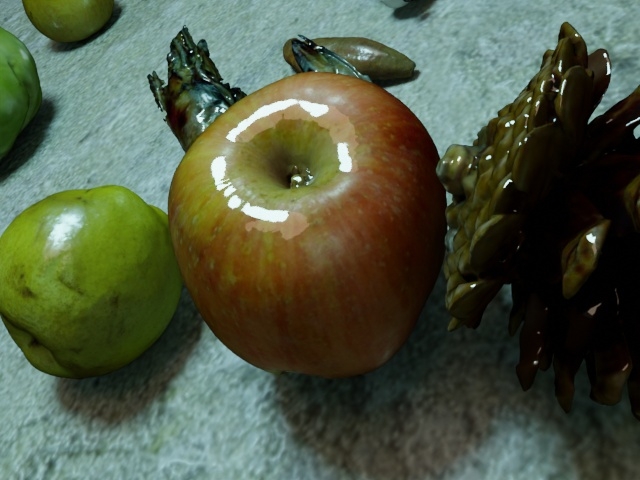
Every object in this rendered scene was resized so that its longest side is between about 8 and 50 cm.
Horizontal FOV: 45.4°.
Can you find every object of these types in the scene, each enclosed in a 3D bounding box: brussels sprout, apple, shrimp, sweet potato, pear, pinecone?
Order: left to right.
[{"bbox_3d":[-0.606,-0.239,1.274,0.316,0.242,0.274,1,74,40],"label":"brussels sprout"},{"bbox_3d":[-0.495,-0.477,1.495,0.182,0.155,0.182,-18,44,18],"label":"apple"},{"bbox_3d":[-0.236,0.041,0.782,0.200,0.200,0.200,-18,42,16],"label":"pear"},{"bbox_3d":[-0.071,-0.172,0.933,0.233,0.071,0.365,-32,55,-4],"label":"shrimp"},{"bbox_3d":[0.000,0.000,0.640,0.242,0.241,0.242,-7,57,12],"label":"apple"},{"bbox_3d":[0.013,-0.242,1.010,0.078,0.058,0.255,-33,34,-28],"label":"sweet potato"},{"bbox_3d":[0.198,0.004,0.505,0.264,0.264,0.264,-18,42,16],"label":"pinecone"}]

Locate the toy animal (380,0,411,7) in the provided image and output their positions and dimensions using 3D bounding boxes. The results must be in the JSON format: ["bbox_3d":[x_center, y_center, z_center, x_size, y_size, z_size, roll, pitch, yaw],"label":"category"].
[{"bbox_3d":[0.077,-0.477,1.136,0.258,0.194,0.357,-61,26,1],"label":"toy animal"}]
